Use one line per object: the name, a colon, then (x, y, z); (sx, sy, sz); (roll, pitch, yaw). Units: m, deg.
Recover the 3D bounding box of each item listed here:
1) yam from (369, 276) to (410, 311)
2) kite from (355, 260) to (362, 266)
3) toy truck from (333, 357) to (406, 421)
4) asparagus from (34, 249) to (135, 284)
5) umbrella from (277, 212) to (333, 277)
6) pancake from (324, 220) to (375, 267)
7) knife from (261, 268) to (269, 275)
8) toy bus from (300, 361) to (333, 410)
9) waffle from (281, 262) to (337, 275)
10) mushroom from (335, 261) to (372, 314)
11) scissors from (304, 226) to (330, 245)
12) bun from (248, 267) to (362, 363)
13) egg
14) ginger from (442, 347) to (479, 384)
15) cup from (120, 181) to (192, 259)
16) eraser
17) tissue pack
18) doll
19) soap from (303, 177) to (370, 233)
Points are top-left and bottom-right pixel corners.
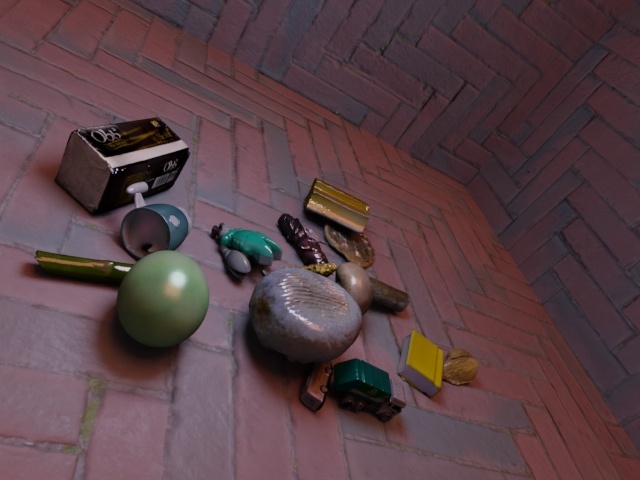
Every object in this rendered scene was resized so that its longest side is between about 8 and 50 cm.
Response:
yam: (0.250, 0.214, 1.912); (0.259, 0.093, 0.093); (26, 30, -39)
kite: (0.181, 0.174, 1.982); (0.249, 0.012, 0.230); (19, 44, -24)
toy truck: (0.146, 0.452, 1.467); (0.253, 0.124, 0.114); (29, 34, -22)
asparagus: (-0.590, 0.076, 1.251); (0.277, 0.067, 0.060); (11, 66, -33)
umbrella: (-0.059, 0.020, 1.882); (0.090, 0.094, 0.326); (-25, 63, -28)
pancake: (0.132, 0.010, 2.145); (0.282, 0.049, 0.283); (31, 28, -19)
knife: (-0.150, 0.179, 1.639); (0.028, 0.015, 0.210); (9, 41, -52)
toy bus: (-0.010, 0.416, 1.421); (0.072, 0.058, 0.172); (31, 28, -4)
waffle: (-0.037, 0.110, 1.715); (0.148, 0.194, 0.051); (-7, 92, -46)
mushroom: (0.086, 0.184, 1.741); (0.204, 0.204, 0.204); (27, 31, -18)
scissors: (0.000, 0.000, 2.057); (0.188, 0.015, 0.100); (24, 34, -28)
bun: (-0.051, 0.235, 1.446); (0.361, 0.212, 0.362); (22, 18, -7)
egg: (-0.392, 0.143, 1.215); (0.220, 0.221, 0.270); (25, 21, -21)
ginger: (0.521, 0.481, 1.893); (0.193, 0.115, 0.122); (6, 20, -32)
cup: (-0.476, -0.036, 1.443); (0.300, 0.167, 0.173); (64, 19, -7)
eraser: (0.374, 0.451, 1.778); (0.158, 0.069, 0.226); (38, 30, -2)
tissue pack: (-0.607, -0.245, 1.536); (0.198, 0.210, 0.370); (38, 28, 7)
doll: (-0.243, 0.028, 1.643); (0.194, 0.153, 0.258); (-11, 36, -31)
soap: (0.072, -0.152, 2.161); (0.280, 0.143, 0.259); (26, 16, -9)
